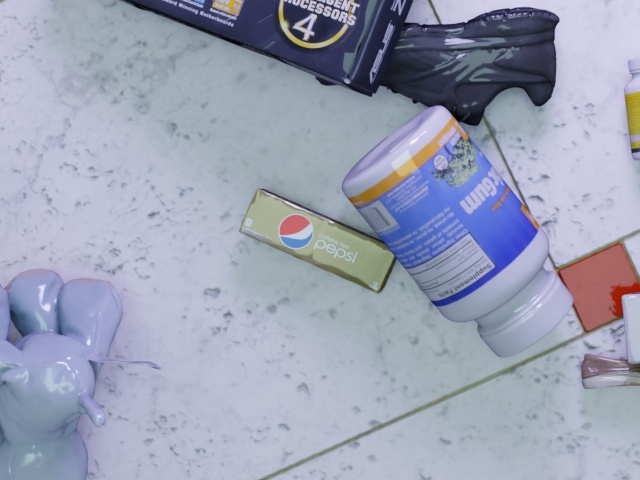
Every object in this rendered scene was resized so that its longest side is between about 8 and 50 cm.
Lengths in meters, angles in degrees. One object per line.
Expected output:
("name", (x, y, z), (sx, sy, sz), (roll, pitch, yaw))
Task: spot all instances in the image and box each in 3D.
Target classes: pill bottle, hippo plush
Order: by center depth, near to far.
("pill bottle", (0.162, -0.005, 1.746), (0.152, 0.152, 0.272), (-39, 99, 6))
("pill bottle", (0.383, -0.153, 1.770), (0.065, 0.065, 0.116), (-8, 91, 6))
("hippo plush", (-0.319, 0.189, 1.814), (0.294, 0.234, 0.236), (18, 125, 19))

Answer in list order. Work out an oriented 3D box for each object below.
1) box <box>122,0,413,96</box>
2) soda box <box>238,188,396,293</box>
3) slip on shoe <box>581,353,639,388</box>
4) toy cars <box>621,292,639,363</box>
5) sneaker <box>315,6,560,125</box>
("box", (-0.061, -0.376, 1.740), (0.395, 0.097, 0.318), (24, 93, 22))
("soda box", (0.000, 0.000, 1.816), (0.181, 0.061, 0.058), (23, 94, 4))
("slip on shoe", (0.371, 0.149, 1.793), (0.135, 0.051, 0.041), (-4, 84, 12))
("toy cars", (0.513, 0.021, 1.754), (0.394, 0.087, 0.176), (-45, 85, 7))
("sneaker", (0.136, -0.192, 1.779), (0.286, 0.109, 0.130), (-5, 101, 10))
